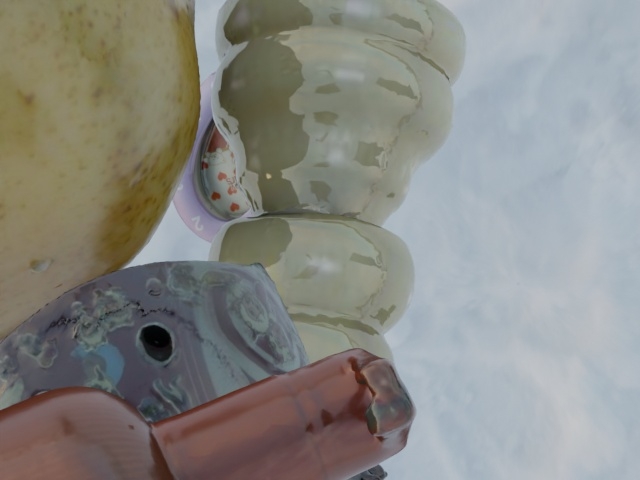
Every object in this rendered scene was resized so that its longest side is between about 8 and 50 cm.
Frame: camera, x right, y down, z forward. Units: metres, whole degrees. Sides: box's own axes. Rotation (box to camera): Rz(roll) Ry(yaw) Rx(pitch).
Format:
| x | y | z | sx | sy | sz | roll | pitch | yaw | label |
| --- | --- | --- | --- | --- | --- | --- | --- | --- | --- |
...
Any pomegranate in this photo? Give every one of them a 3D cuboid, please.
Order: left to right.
| x | y | z | sx | sy | sz | roll | pitch | yaw | label |
| --- | --- | --- | --- | --- | --- | --- | --- | --- | --- |
| -0.262 | -0.122 | 0.912 | 0.417 | 0.416 | 0.416 | 0 | 88 | 7 | pomegranate |

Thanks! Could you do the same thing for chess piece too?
| x | y | z | sx | sy | sz | roll | pitch | yaw | label |
| --- | --- | --- | --- | --- | --- | --- | --- | --- | --- |
| 0.000 | 0.000 | 1.012 | 0.167 | 0.167 | 0.299 | 4 | 74 | 7 | chess piece |

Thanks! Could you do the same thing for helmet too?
| x | y | z | sx | sy | sz | roll | pitch | yaw | label |
| --- | --- | --- | --- | --- | --- | --- | --- | --- | --- |
| -0.061 | 0.093 | 0.637 | 0.153 | 0.177 | 0.107 | -31 | 69 | -6 | helmet |

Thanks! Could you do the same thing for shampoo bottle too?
| x | y | z | sx | sy | sz | roll | pitch | yaw | label |
| --- | --- | --- | --- | --- | --- | --- | --- | --- | --- |
| -0.091 | 0.089 | 0.430 | 0.244 | 0.085 | 0.085 | -23 | 86 | -8 | shampoo bottle |

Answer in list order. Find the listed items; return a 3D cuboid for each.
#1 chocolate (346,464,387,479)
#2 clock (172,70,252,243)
| x | y | z | sx | sy | sz | roll | pitch | yaw | label |
| --- | --- | --- | --- | --- | --- | --- | --- | --- | --- |
| -0.012 | 0.228 | 1.302 | 0.177 | 0.206 | 0.224 | 39 | 109 | 40 | chocolate |
| -0.063 | -0.092 | 1.600 | 0.198 | 0.064 | 0.172 | -19 | 97 | 27 | clock |
